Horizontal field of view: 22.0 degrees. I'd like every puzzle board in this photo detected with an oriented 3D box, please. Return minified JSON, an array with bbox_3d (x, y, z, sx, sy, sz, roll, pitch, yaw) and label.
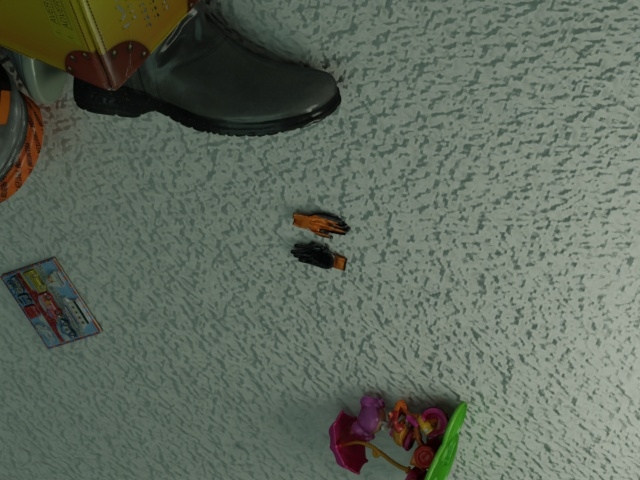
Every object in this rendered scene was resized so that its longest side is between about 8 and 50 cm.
[{"bbox_3d":[-0.368,0.088,2.242,0.096,0.011,0.128,-17,115,28],"label":"puzzle board"}]

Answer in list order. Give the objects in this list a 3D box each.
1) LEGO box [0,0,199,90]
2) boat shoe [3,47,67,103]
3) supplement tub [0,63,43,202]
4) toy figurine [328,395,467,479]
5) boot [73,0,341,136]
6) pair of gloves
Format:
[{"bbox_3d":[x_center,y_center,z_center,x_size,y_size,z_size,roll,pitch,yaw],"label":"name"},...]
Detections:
[{"bbox_3d":[-0.349,-0.429,1.621,0.372,0.193,0.500,24,151,27],"label":"LEGO box"},{"bbox_3d":[-0.361,-0.274,1.969,0.081,0.079,0.227,9,122,28],"label":"boat shoe"},{"bbox_3d":[-0.486,-0.161,1.914,0.193,0.194,0.316,-20,150,29],"label":"supplement tub"},{"bbox_3d":[0.090,0.260,2.144,0.159,0.130,0.173,22,105,16],"label":"toy figurine"},{"bbox_3d":[-0.144,-0.247,1.884,0.338,0.118,0.223,6,119,11],"label":"boot"},{"bbox_3d":[0.000,0.000,2.054,0.074,0.010,0.083,12,128,10],"label":"pair of gloves"}]
